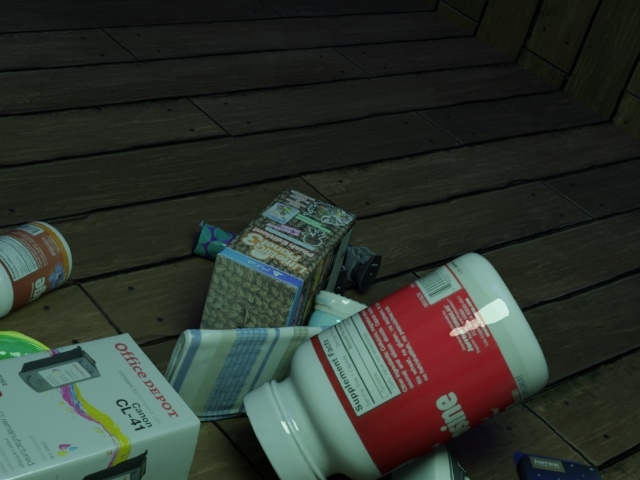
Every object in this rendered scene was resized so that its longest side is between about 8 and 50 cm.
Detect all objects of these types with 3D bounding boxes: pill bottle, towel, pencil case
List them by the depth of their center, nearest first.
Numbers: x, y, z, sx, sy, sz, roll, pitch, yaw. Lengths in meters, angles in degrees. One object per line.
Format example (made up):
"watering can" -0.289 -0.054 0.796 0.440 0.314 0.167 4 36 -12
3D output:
"pill bottle" 0.104 0.206 1.625 0.407 0.229 0.229 -29 40 0
"towel" -0.108 0.199 1.704 0.285 0.209 0.034 -1 45 -29
"pill bottle" -0.517 0.057 1.809 0.121 0.121 0.216 29 33 19
"pencil case" -0.164 0.013 2.118 0.151 0.064 0.070 17 47 -3

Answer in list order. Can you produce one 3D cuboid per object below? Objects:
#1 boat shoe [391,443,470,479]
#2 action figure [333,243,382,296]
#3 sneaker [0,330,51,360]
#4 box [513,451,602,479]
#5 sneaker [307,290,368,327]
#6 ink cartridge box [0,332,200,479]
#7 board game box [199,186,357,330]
"boat shoe" 0.190 0.391 1.650 0.102 0.108 0.301 26 24 -28
"action figure" 0.000 0.000 2.195 0.185 0.099 0.285 -10 37 -30
"sneaker" -0.526 0.203 1.605 0.295 0.109 0.123 0 49 -22
"box" 0.395 0.415 1.784 0.136 0.036 0.225 11 30 -11
"sneaker" 0.121 0.213 1.911 0.366 0.150 0.135 25 -5 -23
"ink cartridge box" -0.357 0.265 1.546 0.306 0.131 0.226 -12 41 -38
"board game box" -0.075 0.083 1.886 0.141 0.232 0.291 23 30 11
